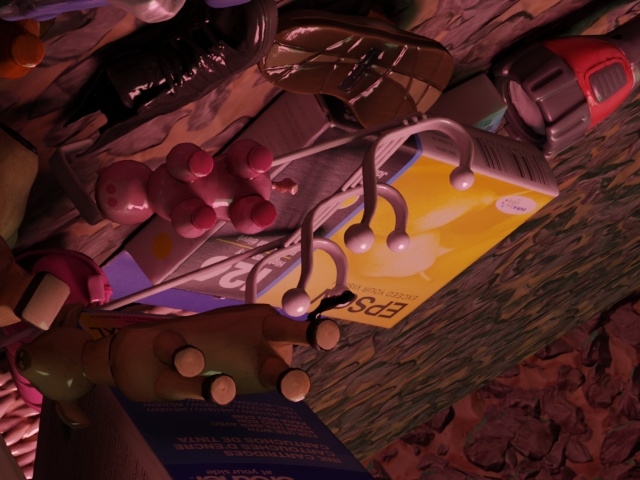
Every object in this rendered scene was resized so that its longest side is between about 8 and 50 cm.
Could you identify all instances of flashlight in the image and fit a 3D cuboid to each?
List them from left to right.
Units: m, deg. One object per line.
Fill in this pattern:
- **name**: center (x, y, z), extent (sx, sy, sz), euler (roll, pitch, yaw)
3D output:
- **flashlight**: center (0.300, -0.190, 1.819), extent (0.304, 0.103, 0.103), euler (-33, 161, -18)

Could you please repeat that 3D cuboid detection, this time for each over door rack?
- **over door rack**: center (-0.069, 0.011, 1.443), extent (0.324, 0.108, 0.239), euler (-7, 158, -30)

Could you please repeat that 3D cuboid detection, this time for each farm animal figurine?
- **farm animal figurine**: center (-0.187, 0.024, 1.134), extent (0.327, 0.330, 0.172), euler (-44, -161, -20)

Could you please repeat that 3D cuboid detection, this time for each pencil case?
- **pencil case**: center (-0.209, 0.074, 1.607), extent (0.098, 0.095, 0.209), euler (0, 161, -3)

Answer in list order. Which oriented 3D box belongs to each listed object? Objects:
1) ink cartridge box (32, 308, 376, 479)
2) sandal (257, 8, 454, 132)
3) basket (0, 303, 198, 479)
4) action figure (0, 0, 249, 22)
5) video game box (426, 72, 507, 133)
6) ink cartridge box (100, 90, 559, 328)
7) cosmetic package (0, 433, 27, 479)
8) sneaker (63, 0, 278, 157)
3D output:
- **ink cartridge box**: center (-0.080, 0.236, 1.279), extent (0.151, 0.395, 0.270), euler (4, 106, -20)
- **sandal**: center (0.023, -0.139, 1.484), extent (0.219, 0.060, 0.090), euler (10, 130, -49)
- **basket**: center (-0.217, 0.256, 1.825), extent (0.331, 0.266, 0.328), euler (-22, 162, -32)
- **action figure**: center (-0.013, -0.218, 0.932), extent (0.341, 0.179, 0.330), euler (-8, 170, 2)
- **video game box**: center (0.062, -0.056, 1.828), extent (0.205, 0.048, 0.187), euler (-27, 165, -19)
- **ink cartridge box**: center (0.000, 0.000, 1.695), extent (0.303, 0.072, 0.307), euler (12, 134, -47)
- **cosmetic package**: center (-0.407, 0.233, 1.240), extent (0.393, 0.327, 0.329), euler (-24, 164, -27)
- **sneaker**: center (-0.100, -0.112, 1.299), extent (0.089, 0.051, 0.170), euler (-24, 173, -37)
